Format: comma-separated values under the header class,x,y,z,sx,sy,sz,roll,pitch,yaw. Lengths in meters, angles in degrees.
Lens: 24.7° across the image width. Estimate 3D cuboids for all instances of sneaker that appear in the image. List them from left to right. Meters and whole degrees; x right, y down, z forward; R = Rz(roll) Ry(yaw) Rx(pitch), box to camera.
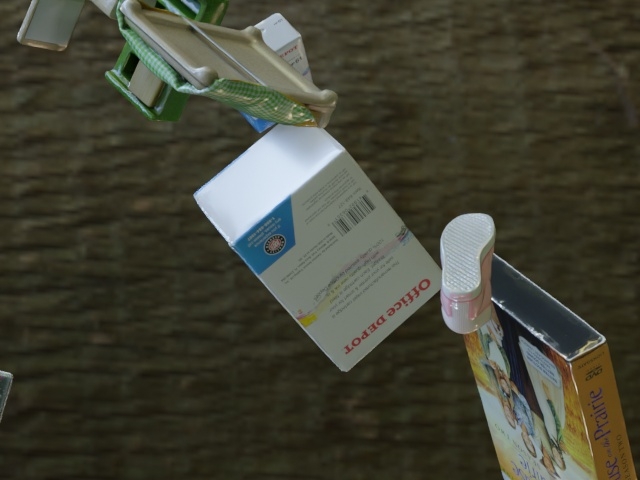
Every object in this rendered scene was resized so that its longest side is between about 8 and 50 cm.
class,x,y,z,sx,sy,sz,roll,pitch,yaw
sneaker,0.139,0.035,1.393,0.134,0.051,0.070,-73,-20,-51

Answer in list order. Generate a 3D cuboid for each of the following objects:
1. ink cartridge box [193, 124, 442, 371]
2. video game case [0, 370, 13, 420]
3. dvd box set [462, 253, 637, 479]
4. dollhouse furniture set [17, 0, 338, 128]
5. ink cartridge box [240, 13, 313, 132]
class,x,y,z,sx,sy,sz,roll,pitch,yaw
ink cartridge box,0.000,0.000,1.737,0.232,0.171,0.168,51,177,-30
video game case,-0.518,0.234,1.913,0.022,0.190,0.173,118,165,-65
dvd box set,0.302,0.234,1.934,0.307,0.062,0.420,43,157,53
dollhouse furniture set,-0.155,-0.163,1.479,0.301,0.198,0.151,43,114,34
ink cartridge box,-0.062,-0.201,1.758,0.052,0.088,0.122,50,167,32
